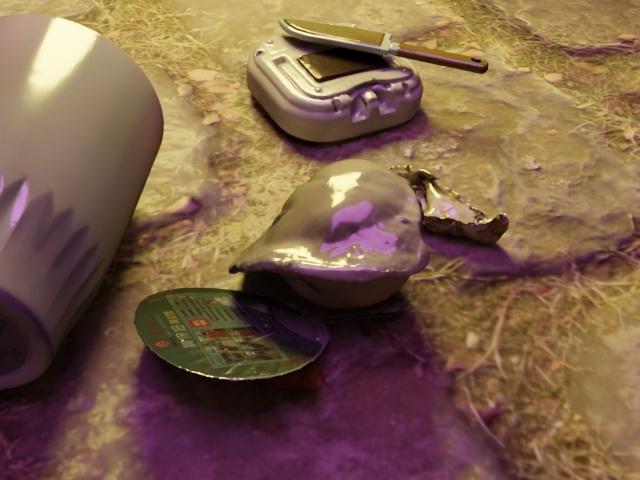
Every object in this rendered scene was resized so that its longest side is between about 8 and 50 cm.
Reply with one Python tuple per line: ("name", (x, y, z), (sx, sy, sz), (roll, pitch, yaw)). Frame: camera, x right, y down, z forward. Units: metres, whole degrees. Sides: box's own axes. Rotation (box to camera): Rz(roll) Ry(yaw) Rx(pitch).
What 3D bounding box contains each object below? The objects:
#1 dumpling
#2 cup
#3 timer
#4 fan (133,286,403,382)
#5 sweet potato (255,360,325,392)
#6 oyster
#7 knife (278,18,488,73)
("dumpling", (0.002, 0.005, 0.791), (0.227, 0.243, 0.175), (-21, 77, -12))
("cup", (-0.329, -0.048, 0.733), (0.253, 0.253, 0.371), (5, 47, -1))
("timer", (0.025, -0.265, 1.104), (0.262, 0.087, 0.237), (-19, 49, -25))
("fan", (-0.052, 0.095, 0.705), (0.294, 0.012, 0.223), (6, 15, 0))
("sweet potato", (-0.081, 0.118, 0.727), (0.195, 0.056, 0.056), (20, 45, 23))
("oyster", (0.146, -0.042, 0.925), (0.106, 0.061, 0.200), (-37, 54, -14))
("knife", (0.095, -0.309, 1.076), (0.343, 0.027, 0.061), (12, 44, 6))
